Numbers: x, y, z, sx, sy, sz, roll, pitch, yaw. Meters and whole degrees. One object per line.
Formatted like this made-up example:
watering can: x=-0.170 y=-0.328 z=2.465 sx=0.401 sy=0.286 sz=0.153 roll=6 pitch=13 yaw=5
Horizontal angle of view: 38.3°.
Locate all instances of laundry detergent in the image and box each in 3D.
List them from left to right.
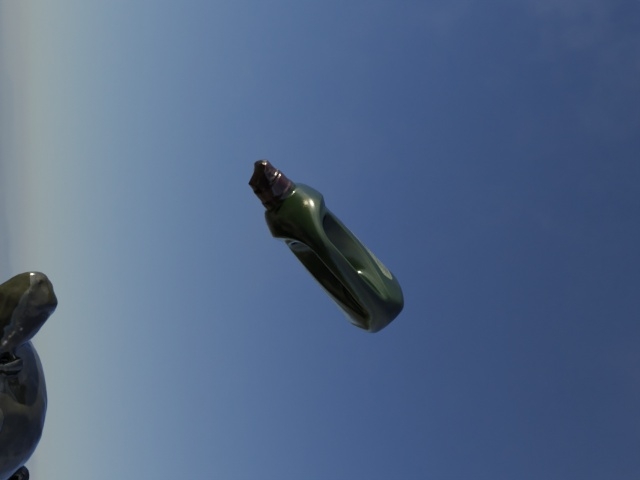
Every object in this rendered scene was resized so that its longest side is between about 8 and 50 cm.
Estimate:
laundry detergent: x=0.000 y=0.000 z=1.025 sx=0.221 sy=0.078 sz=0.144 roll=50 pitch=2 yaw=-26

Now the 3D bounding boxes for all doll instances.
doll: x=-0.459 y=0.149 z=0.916 sx=0.382 sy=0.379 sz=0.252 roll=-34 pitch=-141 yaw=34
